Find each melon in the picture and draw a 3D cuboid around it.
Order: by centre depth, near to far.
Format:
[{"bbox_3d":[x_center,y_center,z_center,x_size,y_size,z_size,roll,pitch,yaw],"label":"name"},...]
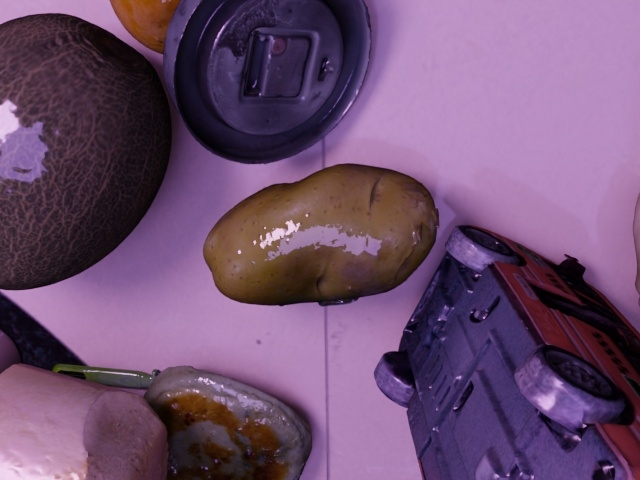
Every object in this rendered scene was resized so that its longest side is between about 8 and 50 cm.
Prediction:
[{"bbox_3d":[-0.292,-0.082,0.713,0.237,0.237,0.302,40,109,-4],"label":"melon"}]

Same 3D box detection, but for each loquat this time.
[{"bbox_3d":[-0.137,-0.259,0.682,0.163,0.137,0.163,0,92,0],"label":"loquat"}]

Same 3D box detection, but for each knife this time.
[{"bbox_3d":[-0.254,0.191,0.907,0.212,0.015,0.054,5,113,6],"label":"knife"}]

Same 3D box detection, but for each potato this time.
[{"bbox_3d":[0.000,0.000,0.725,0.248,0.169,0.144,-13,75,3],"label":"potato"}]

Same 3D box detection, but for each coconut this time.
[{"bbox_3d":[-0.311,0.269,0.767,0.244,0.239,0.239,11,109,4],"label":"coconut"}]

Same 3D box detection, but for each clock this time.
[{"bbox_3d":[-0.050,-0.178,0.675,0.214,0.042,0.215,-20,134,-22],"label":"clock"}]

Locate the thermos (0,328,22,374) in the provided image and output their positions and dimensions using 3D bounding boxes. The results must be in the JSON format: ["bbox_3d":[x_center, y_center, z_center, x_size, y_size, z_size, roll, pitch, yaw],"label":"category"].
[{"bbox_3d":[-0.459,0.200,0.850,0.105,0.193,0.137,-39,98,17],"label":"thermos"}]

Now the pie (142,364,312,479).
[{"bbox_3d":[-0.125,0.260,0.880,0.240,0.054,0.241,4,115,8],"label":"pie"}]

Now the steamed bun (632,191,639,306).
[{"bbox_3d":[0.458,0.046,0.643,0.275,0.203,0.289,-27,100,17],"label":"steamed bun"}]

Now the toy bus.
[{"bbox_3d":[0.204,0.156,0.611,0.232,0.427,0.203,22,110,-10],"label":"toy bus"}]
